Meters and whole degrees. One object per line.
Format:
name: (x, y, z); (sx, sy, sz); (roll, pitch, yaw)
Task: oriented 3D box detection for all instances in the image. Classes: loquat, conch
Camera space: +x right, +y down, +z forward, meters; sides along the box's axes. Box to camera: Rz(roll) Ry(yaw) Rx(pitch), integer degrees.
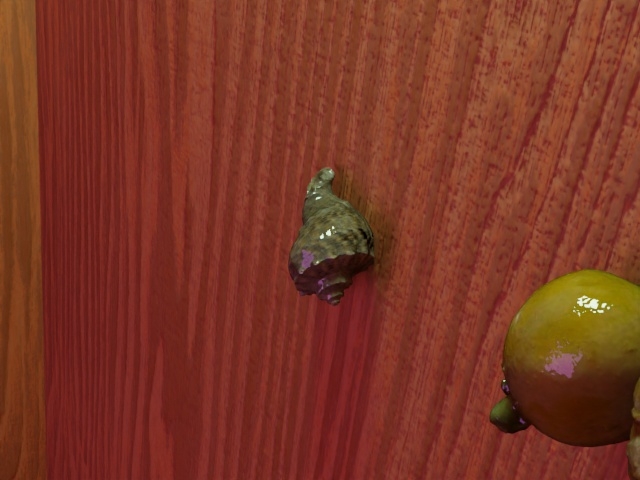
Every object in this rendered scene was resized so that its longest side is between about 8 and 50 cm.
loquat: (0.241, 0.110, 0.816); (0.204, 0.172, 0.149); (-34, 54, 7)
conch: (0.000, 0.000, 1.211); (0.155, 0.130, 0.207); (-39, 51, 40)

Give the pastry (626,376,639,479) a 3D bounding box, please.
pastry: (0.349, 0.162, 0.675); (0.229, 0.100, 0.218); (37, 92, 33)
